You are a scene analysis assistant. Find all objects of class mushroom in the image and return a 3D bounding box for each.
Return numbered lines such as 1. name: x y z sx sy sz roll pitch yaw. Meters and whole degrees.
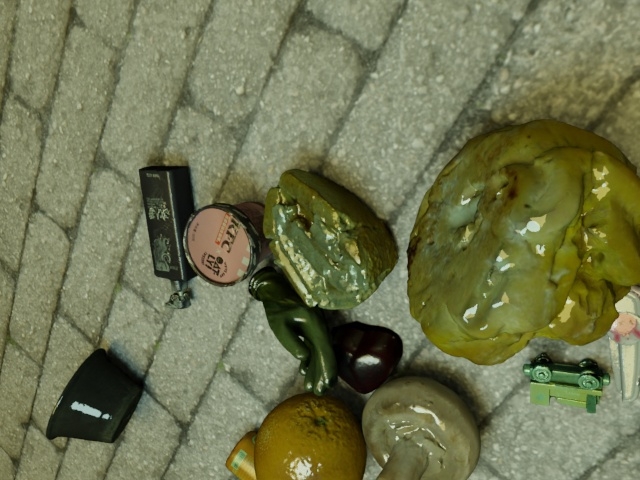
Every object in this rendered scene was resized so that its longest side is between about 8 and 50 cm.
1. mushroom: 0.154 0.345 0.841 0.207 0.215 0.207 15 121 26

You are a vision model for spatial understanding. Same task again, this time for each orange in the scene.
1. orange: -0.020 0.402 0.945 0.236 0.236 0.236 8 109 26

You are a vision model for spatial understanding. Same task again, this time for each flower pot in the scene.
1. flower pot: -0.542 0.407 1.247 0.148 0.235 0.235 26 117 -2

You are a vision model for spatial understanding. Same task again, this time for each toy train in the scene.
1. toy train: 0.379 0.222 0.780 0.122 0.050 0.081 3 111 27

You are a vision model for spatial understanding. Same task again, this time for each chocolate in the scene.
1. chocolate: 0.069 0.224 0.927 0.149 0.080 0.125 8 108 24

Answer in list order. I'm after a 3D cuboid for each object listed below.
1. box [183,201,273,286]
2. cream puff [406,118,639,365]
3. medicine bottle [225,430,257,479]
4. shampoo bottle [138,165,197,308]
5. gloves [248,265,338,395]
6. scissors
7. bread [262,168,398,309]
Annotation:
1. box: -0.158 -0.004 0.947 0.151 0.135 0.151 7 107 22
2. cream puff: 0.281 0.017 0.670 0.257 0.291 0.324 18 100 -10
3. medicine bottle: -0.107 0.511 1.096 0.192 0.096 0.096 32 117 16
4. shampoo bottle: -0.312 -0.002 1.068 0.098 0.071 0.309 4 109 24
5. gloves: -0.042 0.154 0.916 0.107 0.135 0.268 -43 58 17
6. scissors: 0.438 0.119 0.727 0.118 0.030 0.242 -2 102 29
7. bread: 0.000 0.000 0.870 0.257 0.124 0.186 51 121 8
